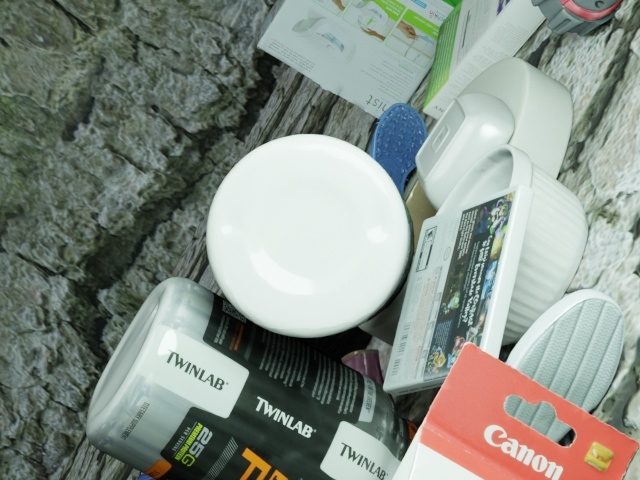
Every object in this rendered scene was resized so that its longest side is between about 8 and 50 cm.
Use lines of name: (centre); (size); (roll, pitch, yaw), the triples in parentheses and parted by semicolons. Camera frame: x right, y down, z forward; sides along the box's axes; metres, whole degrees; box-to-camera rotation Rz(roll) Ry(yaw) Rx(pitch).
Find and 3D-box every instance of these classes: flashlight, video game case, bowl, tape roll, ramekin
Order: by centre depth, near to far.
video game case: (0.133, 0.051, 1.562); (0.173, 0.022, 0.190); (-22, 48, 59)
ramekin: (0.189, 0.012, 1.690); (0.207, 0.109, 0.207); (-55, 15, 22)
flashlight: (0.358, -0.338, 1.829); (0.304, 0.103, 0.103); (143, 127, -59)
bowl: (0.160, -0.106, 1.871); (0.142, 0.053, 0.142); (-57, 16, 17)
tape roll: (0.168, -0.044, 1.981); (0.392, 0.072, 0.392); (-55, 15, 22)

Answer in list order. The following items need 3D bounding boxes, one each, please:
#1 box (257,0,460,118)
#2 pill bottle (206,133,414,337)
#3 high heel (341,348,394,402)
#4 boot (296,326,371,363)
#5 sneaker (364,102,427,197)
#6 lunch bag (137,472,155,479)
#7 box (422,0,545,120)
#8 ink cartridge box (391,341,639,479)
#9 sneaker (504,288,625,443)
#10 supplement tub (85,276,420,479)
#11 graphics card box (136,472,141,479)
box: (0.066, -0.356, 2.616); (0.231, 0.262, 0.126); (-56, 13, 23)
pill bottle: (0.000, 0.000, 1.745); (0.204, 0.204, 0.361); (-60, -5, 1)
high heel: (0.039, 0.215, 1.967); (0.244, 0.082, 0.117); (134, 132, -65)
boot: (-0.047, 0.146, 2.243); (0.348, 0.131, 0.260); (-52, 18, -8)
sneaker: (0.071, -0.074, 2.075); (0.090, 0.081, 0.232); (-35, 28, 48)
lunch bag: (-0.103, 0.292, 1.955); (0.219, 0.176, 0.090); (-19, 36, 35)
box: (0.264, -0.339, 2.288); (0.322, 0.058, 0.232); (-48, 17, 39)
ink cartridge box: (0.141, 0.220, 1.264); (0.224, 0.181, 0.056); (-60, 13, -6)
sneaker: (0.181, 0.147, 1.460); (0.258, 0.094, 0.091); (-58, 17, 13)
supplement tub: (-0.064, 0.200, 1.737); (0.207, 0.338, 0.207); (-56, 13, 20)
graphics card box: (-0.234, 0.408, 2.496); (0.370, 0.094, 0.233); (-64, 13, -10)
